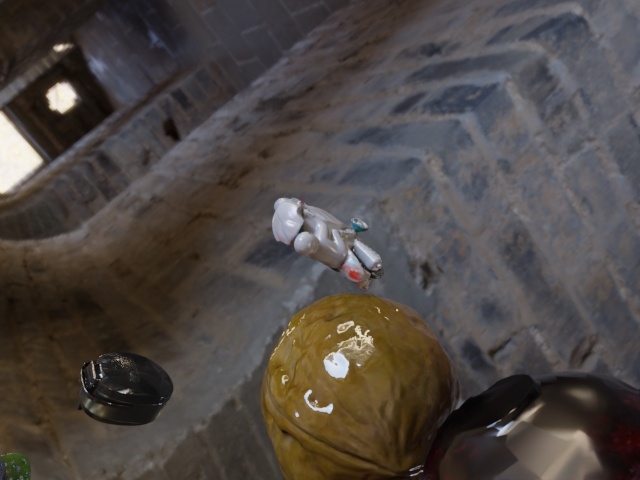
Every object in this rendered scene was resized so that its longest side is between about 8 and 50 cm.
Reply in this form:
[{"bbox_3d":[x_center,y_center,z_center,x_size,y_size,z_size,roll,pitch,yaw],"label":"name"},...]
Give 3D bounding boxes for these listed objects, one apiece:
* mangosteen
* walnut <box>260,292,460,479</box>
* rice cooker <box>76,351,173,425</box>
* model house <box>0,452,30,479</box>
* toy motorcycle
[{"bbox_3d":[0.260,0.335,0.798,0.381,0.421,0.381,-25,-90,-89],"label":"mangosteen"},{"bbox_3d":[0.058,0.270,1.203,0.398,0.307,0.354,-141,54,-69],"label":"walnut"},{"bbox_3d":[-0.342,0.261,1.262,0.165,0.106,0.112,10,-150,-32],"label":"rice cooker"},{"bbox_3d":[-0.549,0.442,1.240,0.088,0.117,0.167,-50,50,50],"label":"model house"},{"bbox_3d":[0.000,0.000,1.387,0.260,0.110,0.171,38,-156,17],"label":"toy motorcycle"}]
